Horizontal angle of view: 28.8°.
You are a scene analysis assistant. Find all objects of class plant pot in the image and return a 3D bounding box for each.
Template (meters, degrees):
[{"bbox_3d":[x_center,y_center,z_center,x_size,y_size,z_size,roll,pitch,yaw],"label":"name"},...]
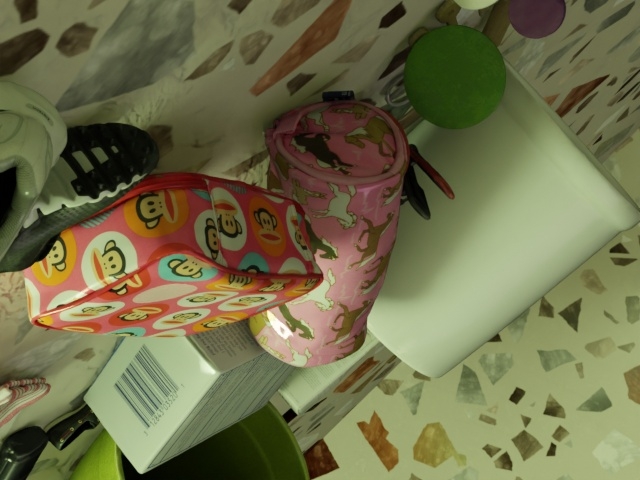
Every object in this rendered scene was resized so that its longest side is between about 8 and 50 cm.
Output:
[{"bbox_3d":[-0.264,0.439,2.024,0.353,0.366,0.366,-38,170,38],"label":"plant pot"}]

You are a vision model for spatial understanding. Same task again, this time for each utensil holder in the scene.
[{"bbox_3d":[0.222,-0.030,1.835,0.385,0.327,0.327,-43,165,13],"label":"utensil holder"}]

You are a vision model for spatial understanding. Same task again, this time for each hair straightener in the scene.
[{"bbox_3d":[0.104,-0.079,1.626,0.089,0.047,0.230,-42,-154,7],"label":"hair straightener"}]

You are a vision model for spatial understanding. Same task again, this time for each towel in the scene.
[{"bbox_3d":[-0.406,0.223,1.519,0.144,0.029,0.197,-41,176,-2],"label":"towel"}]

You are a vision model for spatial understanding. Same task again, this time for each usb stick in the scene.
[{"bbox_3d":[-0.464,0.357,1.799,0.077,0.045,0.278,-35,166,-48],"label":"usb stick"}]

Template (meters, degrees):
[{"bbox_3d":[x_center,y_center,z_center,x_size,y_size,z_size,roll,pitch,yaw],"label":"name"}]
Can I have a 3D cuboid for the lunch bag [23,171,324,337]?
[{"bbox_3d":[-0.165,0.033,1.309,0.258,0.120,0.293,-24,162,25],"label":"lunch bag"}]

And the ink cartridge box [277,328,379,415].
[{"bbox_3d":[-0.010,0.146,2.046,0.224,0.181,0.056,-38,166,-15],"label":"ink cartridge box"}]

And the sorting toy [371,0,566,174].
[{"bbox_3d":[0.161,-0.196,1.585,0.365,0.127,0.126,-39,179,20],"label":"sorting toy"}]

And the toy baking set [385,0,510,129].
[{"bbox_3d":[0.172,-0.256,1.637,0.196,0.030,0.256,-26,154,-27],"label":"toy baking set"}]

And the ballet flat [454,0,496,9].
[{"bbox_3d":[0.202,-0.397,1.152,0.139,0.139,0.400,-18,150,-55],"label":"ballet flat"}]

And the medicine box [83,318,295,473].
[{"bbox_3d":[-0.151,0.163,1.802,0.289,0.149,0.263,-24,158,-49],"label":"medicine box"}]

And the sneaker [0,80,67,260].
[{"bbox_3d":[-0.309,0.009,0.978,0.110,0.118,0.292,32,109,-29],"label":"sneaker"}]

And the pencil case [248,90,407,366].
[{"bbox_3d":[0.000,0.000,1.554,0.160,0.167,0.386,-15,143,-20],"label":"pencil case"}]

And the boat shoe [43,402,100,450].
[{"bbox_3d":[-0.341,0.259,1.829,0.133,0.042,0.049,-34,161,-29],"label":"boat shoe"}]

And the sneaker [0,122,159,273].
[{"bbox_3d":[-0.255,-0.031,1.138,0.234,0.078,0.106,-31,166,-22],"label":"sneaker"}]
